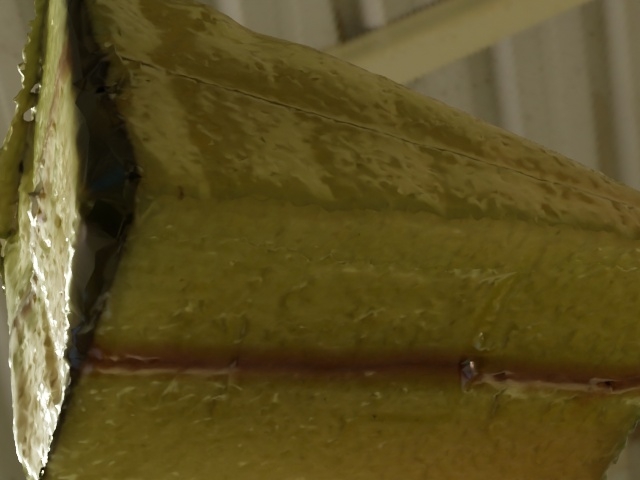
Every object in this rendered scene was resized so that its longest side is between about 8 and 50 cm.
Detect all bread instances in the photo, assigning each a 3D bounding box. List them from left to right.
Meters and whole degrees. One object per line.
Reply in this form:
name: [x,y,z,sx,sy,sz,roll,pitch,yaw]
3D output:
bread: [0.004,0.001,0.681,0.264,0.163,0.168,5,-51,-23]
